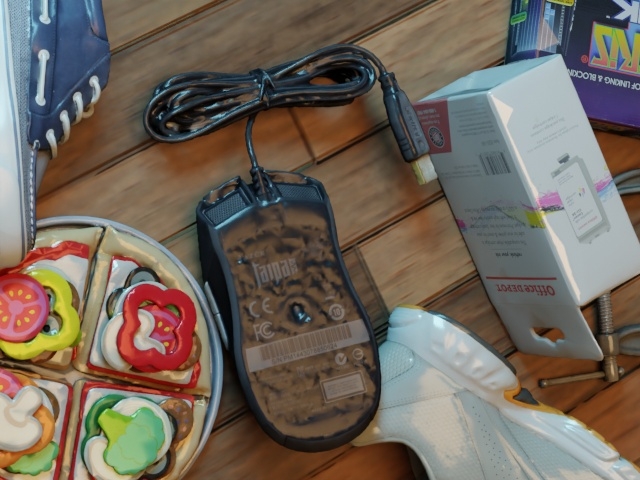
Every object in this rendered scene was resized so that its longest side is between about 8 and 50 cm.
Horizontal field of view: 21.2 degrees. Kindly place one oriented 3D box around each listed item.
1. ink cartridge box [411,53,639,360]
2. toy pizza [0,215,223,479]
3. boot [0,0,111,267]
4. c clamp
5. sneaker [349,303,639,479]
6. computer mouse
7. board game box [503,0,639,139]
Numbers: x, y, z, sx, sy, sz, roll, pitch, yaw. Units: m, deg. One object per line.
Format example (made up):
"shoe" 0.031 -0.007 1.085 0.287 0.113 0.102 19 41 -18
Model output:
"ink cartridge box" 0.148 -0.020 1.167 0.067 0.115 0.198 -28 101 -22
"toy pizza" -0.153 0.085 1.077 0.201 0.032 0.201 0 89 -24
"boot" -0.169 -0.080 1.051 0.086 0.069 0.190 -3 88 -22
"c clamp" 0.223 0.026 1.250 0.137 0.022 0.161 0 90 -24
"sneaker" 0.124 0.161 1.175 0.262 0.099 0.121 38 82 -11
"computer mouse" 0.000 0.000 1.135 0.184 0.060 0.262 -19 85 -19
"board game box" 0.220 -0.149 1.237 0.170 0.048 0.141 8 85 -23
